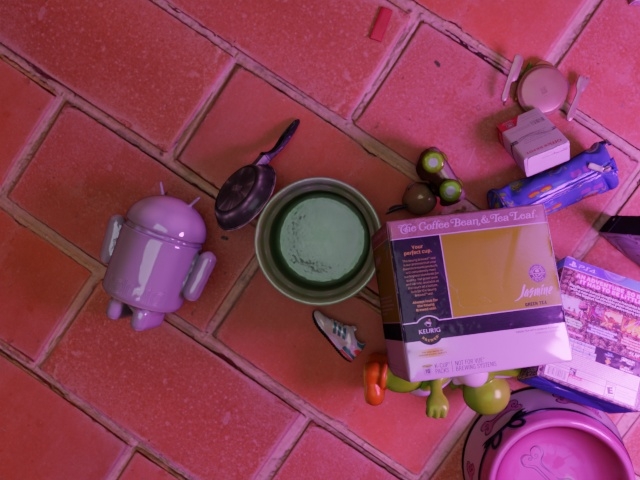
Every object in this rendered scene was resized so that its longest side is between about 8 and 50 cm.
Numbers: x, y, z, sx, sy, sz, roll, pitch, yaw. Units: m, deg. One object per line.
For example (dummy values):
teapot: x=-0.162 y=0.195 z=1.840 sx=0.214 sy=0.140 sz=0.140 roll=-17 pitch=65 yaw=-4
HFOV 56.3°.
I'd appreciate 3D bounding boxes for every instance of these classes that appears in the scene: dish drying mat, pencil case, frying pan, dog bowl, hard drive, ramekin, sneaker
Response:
dish drying mat: x=0.152 y=-0.542 z=1.499 sx=0.032 sy=0.008 sz=0.083 roll=20 pitch=95 yaw=4
pencil case: x=0.556 y=-0.124 z=1.425 sx=0.306 sy=0.133 sz=0.119 roll=-24 pitch=91 yaw=6
frying pan: x=-0.146 y=-0.159 z=1.453 sx=0.326 sy=0.197 sz=0.053 roll=-46 pitch=127 yaw=6
dog bowl: x=0.560 y=0.572 z=1.444 sx=0.409 sy=0.150 sz=0.407 roll=0 pitch=93 yaw=5
hard drive: x=0.779 y=0.039 z=1.312 sx=0.237 sy=0.339 sz=0.064 roll=38 pitch=94 yaw=1
ramekin: x=0.000 y=0.000 z=1.461 sx=0.304 sy=0.148 sz=0.303 roll=0 pitch=92 yaw=4
sneaker: x=0.048 y=0.229 z=1.521 sx=0.075 sy=0.057 sz=0.161 roll=-40 pitch=88 yaw=-12

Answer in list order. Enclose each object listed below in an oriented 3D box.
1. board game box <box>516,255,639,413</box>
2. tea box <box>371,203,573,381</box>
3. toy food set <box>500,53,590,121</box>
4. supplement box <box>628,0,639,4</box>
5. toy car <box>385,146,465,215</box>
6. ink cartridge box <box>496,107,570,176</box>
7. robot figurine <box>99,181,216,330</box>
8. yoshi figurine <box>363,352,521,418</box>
board game box: x=0.619 y=0.220 z=1.382 sx=0.232 sy=0.141 sz=0.290 roll=20 pitch=73 yaw=4
tea box: x=0.301 y=0.110 z=1.260 sx=0.329 sy=0.220 sz=0.323 roll=-6 pitch=83 yaw=-4
toy food set: x=0.544 y=-0.371 z=1.468 sx=0.192 sy=0.038 sz=0.132 roll=18 pitch=101 yaw=-2
supplement box: x=0.799 y=-0.600 z=1.435 sx=0.099 sy=0.036 sz=0.062 roll=4 pitch=93 yaw=4
toy car: x=0.238 y=-0.122 z=1.448 sx=0.188 sy=0.155 sz=0.148 roll=-32 pitch=90 yaw=17
ink cartridge box: x=0.502 y=-0.233 z=1.416 sx=0.109 sy=0.063 sz=0.150 roll=-23 pitch=46 yaw=4
robot figurine: x=-0.402 y=0.040 z=1.466 sx=0.300 sy=0.200 sz=0.353 roll=20 pitch=93 yaw=9
yoshi figurine: x=0.295 y=0.345 z=1.424 sx=0.363 sy=0.203 sz=0.203 roll=-7 pitch=52 yaw=13
